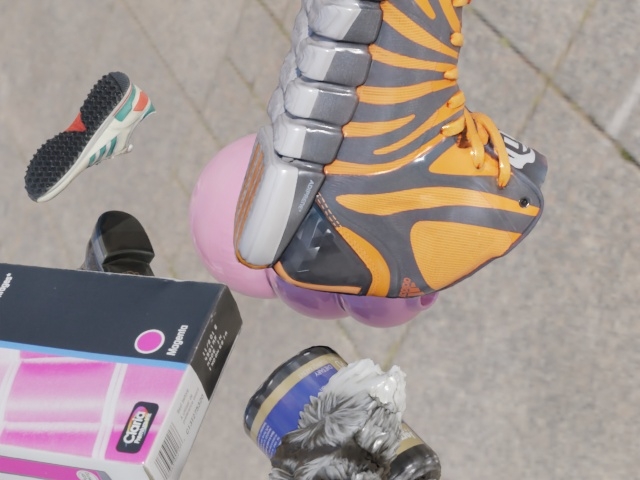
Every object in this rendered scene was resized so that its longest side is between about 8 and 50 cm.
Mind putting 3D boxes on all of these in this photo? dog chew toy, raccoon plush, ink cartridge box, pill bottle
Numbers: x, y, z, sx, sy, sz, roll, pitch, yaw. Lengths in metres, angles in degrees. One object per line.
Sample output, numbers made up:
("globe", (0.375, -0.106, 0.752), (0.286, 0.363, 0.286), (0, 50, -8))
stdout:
("dog chew toy", (0.000, 0.000, 1.568), (0.332, 0.207, 0.206), (27, 104, 36))
("raccoon plush", (0.057, 0.355, 1.115), (0.216, 0.299, 0.446), (-2, 41, 41))
("ink cartridge box", (-0.262, 0.101, 1.073), (0.371, 0.069, 0.175), (3, 48, 22))
("pill bottle", (0.036, 0.214, 1.282), (0.219, 0.123, 0.122), (44, 119, 25))

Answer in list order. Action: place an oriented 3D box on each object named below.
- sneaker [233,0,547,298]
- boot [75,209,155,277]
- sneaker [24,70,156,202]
("sneaker", (0.072, -0.107, 0.847), (0.124, 0.180, 0.321), (-98, 27, -62))
("boot", (-0.270, 0.114, 1.657), (0.229, 0.091, 0.263), (-51, 42, 43))
("sneaker", (-0.231, -0.094, 1.374), (0.161, 0.075, 0.057), (-51, 51, 3))
